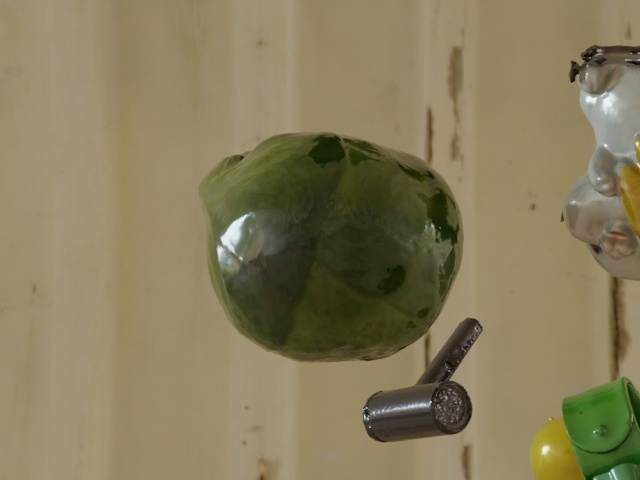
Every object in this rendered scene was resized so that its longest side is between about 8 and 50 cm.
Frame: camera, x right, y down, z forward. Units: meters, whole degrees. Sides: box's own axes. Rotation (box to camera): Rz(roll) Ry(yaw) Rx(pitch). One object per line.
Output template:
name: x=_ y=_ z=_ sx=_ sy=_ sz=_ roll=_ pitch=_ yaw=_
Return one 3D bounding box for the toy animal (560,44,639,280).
toy animal: x=0.393 y=-0.080 z=1.245 sx=0.182 sy=0.247 sz=0.310 roll=3 pitch=-67 yaw=13

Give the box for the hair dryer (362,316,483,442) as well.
hair dryer: x=0.197 y=0.222 z=1.681 sx=0.089 sy=0.251 sz=0.197 roll=45 pitch=-31 yaw=-13

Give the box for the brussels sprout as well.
brussels sprout: x=-0.004 y=0.003 z=1.275 sx=0.281 sy=0.289 sz=0.354 roll=3 pitch=21 yaw=-47

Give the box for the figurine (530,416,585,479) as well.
figurine: x=0.637 y=0.474 z=2.236 sx=0.343 sy=0.187 sz=0.215 roll=-7 pitch=-33 yaw=11

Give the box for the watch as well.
watch: x=0.298 y=0.228 z=1.005 sx=0.131 sy=0.152 sz=0.165 roll=-27 pitch=-55 yaw=19
